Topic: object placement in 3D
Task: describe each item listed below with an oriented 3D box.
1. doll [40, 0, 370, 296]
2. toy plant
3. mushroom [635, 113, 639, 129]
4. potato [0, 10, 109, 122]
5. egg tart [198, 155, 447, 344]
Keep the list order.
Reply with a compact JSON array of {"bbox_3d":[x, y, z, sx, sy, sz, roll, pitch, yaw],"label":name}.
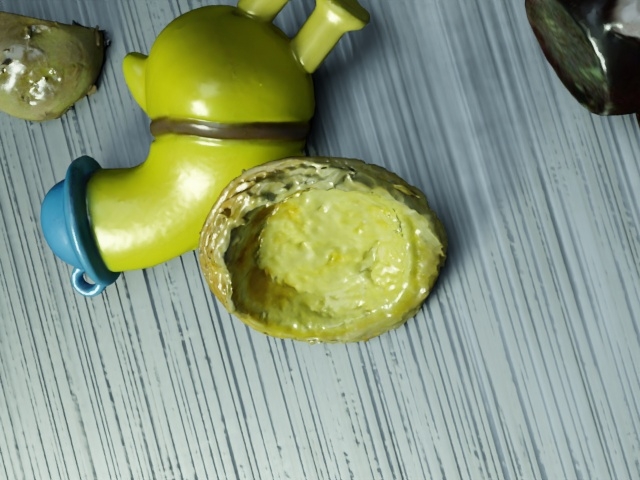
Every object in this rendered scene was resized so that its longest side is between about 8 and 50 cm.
[{"bbox_3d":[-0.105,-0.085,1.627,0.199,0.145,0.363,42,107,7],"label":"doll"},{"bbox_3d":[0.288,-0.212,1.501,0.235,0.175,0.218,-29,85,-14],"label":"toy plant"},{"bbox_3d":[0.328,-0.033,1.517,0.094,0.072,0.210,-19,81,8],"label":"mushroom"},{"bbox_3d":[-0.294,-0.167,1.716,0.172,0.089,0.101,14,94,17],"label":"potato"},{"bbox_3d":[-0.001,-0.002,1.581,0.212,0.212,0.090,-22,41,16],"label":"egg tart"}]
